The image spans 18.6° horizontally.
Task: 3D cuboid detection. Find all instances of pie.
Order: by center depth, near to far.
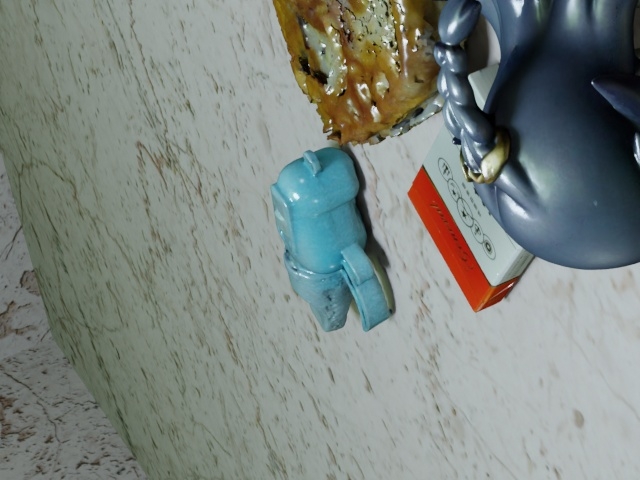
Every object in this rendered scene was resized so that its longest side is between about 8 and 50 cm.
[{"bbox_3d":[0.028,-0.215,1.678,0.308,0.085,0.308,41,143,41],"label":"pie"}]

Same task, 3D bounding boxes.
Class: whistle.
[{"bbox_3d":[0.000,0.000,2.081,0.186,0.093,0.274,53,161,35],"label":"whistle"}]

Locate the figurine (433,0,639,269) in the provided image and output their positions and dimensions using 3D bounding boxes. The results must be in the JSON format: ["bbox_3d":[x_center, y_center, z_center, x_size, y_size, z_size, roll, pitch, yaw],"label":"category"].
[{"bbox_3d":[0.174,-0.111,1.323,0.265,0.197,0.175,61,-173,4],"label":"figurine"}]

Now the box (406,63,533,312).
[{"bbox_3d":[0.143,-0.040,1.696,0.139,0.035,0.245,61,162,17],"label":"box"}]
